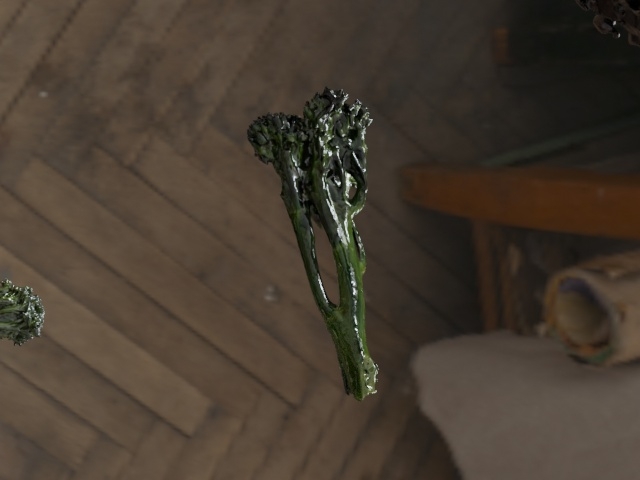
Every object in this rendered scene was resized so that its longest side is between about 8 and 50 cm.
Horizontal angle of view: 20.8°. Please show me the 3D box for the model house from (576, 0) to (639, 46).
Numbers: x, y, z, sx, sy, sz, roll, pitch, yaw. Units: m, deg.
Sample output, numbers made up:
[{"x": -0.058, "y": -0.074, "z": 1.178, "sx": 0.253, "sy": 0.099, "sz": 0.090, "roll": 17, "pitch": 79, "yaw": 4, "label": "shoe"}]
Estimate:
[{"x": 0.218, "y": -0.163, "z": 0.820, "sx": 0.203, "sy": 0.164, "sz": 0.141, "roll": -38, "pitch": 76, "yaw": -2, "label": "model house"}]

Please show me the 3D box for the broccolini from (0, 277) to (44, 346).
[{"x": -0.371, "y": 0.056, "z": 1.682, "sx": 0.216, "sy": 0.067, "sz": 0.058, "roll": 13, "pitch": 106, "yaw": -26, "label": "broccolini"}]

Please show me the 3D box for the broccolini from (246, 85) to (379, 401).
[{"x": 0.004, "y": 0.005, "z": 1.032, "sx": 0.074, "sy": 0.058, "sz": 0.201, "roll": -11, "pitch": 70, "yaw": 7, "label": "broccolini"}]
